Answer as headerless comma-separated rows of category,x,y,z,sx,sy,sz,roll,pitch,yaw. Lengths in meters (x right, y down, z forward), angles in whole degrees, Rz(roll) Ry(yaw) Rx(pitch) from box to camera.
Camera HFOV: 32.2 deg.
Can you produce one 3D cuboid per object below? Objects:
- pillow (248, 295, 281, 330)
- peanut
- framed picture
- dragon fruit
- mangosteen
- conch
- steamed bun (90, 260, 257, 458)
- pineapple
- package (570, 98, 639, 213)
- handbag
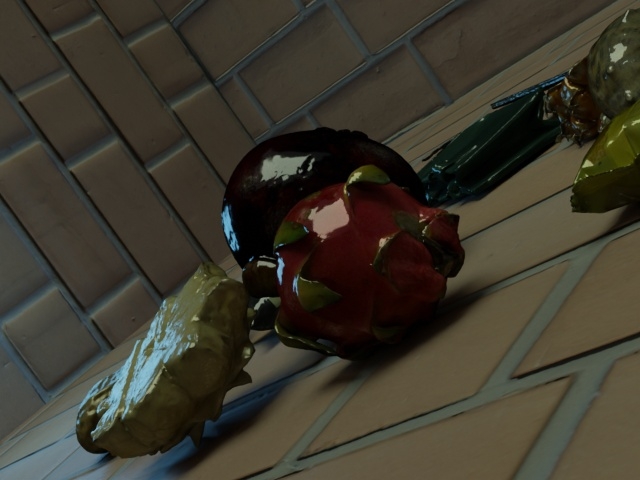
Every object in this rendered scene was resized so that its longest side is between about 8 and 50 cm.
pillow,-0.041,0.071,1.891,0.250,0.106,0.186,-41,6,-10
peanut,-0.321,0.268,1.871,0.233,0.110,0.197,-34,-2,6
framed picture,0.499,-0.314,1.994,0.265,0.016,0.347,-21,2,-24
dragon fruit,0.051,0.030,1.300,0.224,0.224,0.227,-38,9,-24
mangosteen,0.008,-0.015,1.576,0.297,0.293,0.297,-3,4,0
conch,0.422,-0.222,1.391,0.210,0.159,0.291,-37,5,-7
steamed bun,-0.174,0.175,1.496,0.292,0.137,0.295,-31,25,56
pineapple,0.427,-0.235,1.696,0.186,0.114,0.236,-36,3,-1
package,0.354,-0.104,1.185,0.168,0.090,0.226,-34,2,38
handbag,0.286,-0.157,1.974,0.238,0.089,0.326,-38,6,-11
